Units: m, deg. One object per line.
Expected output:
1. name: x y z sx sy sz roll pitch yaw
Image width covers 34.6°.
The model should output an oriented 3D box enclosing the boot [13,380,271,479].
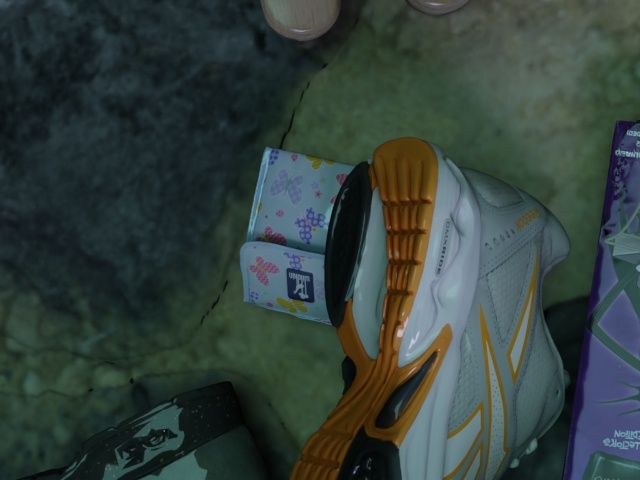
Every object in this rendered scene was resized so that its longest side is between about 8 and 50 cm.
1. boot: -0.115 0.190 0.519 0.246 0.083 0.161 -27 81 11

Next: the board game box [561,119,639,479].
1. board game box: 0.289 0.069 0.442 0.347 0.056 0.208 8 88 16

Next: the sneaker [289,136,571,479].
1. sneaker: 0.061 0.092 0.465 0.099 0.121 0.262 6 85 60

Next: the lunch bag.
1. lunch bag: 0.000 0.000 0.527 0.071 0.053 0.083 15 95 18

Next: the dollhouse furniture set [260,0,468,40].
1. dollhouse furniture set: 0.084 -0.134 0.445 0.242 0.212 0.161 -12 90 -4
